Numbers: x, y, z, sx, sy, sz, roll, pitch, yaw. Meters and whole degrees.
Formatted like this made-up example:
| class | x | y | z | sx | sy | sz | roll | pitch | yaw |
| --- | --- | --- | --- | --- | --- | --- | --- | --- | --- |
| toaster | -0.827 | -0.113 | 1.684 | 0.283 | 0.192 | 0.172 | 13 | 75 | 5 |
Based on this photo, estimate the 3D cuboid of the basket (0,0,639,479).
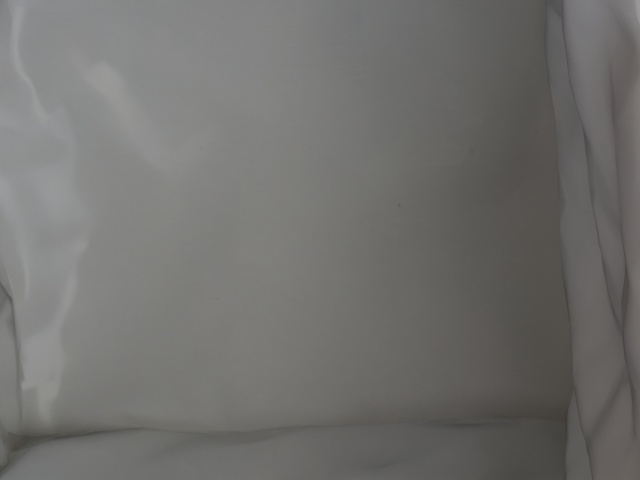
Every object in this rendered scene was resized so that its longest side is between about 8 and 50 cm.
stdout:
| class | x | y | z | sx | sy | sz | roll | pitch | yaw |
| --- | --- | --- | --- | --- | --- | --- | --- | --- | --- |
| basket | -0.037 | -0.007 | 0.661 | 0.266 | 0.328 | 0.331 | -63 | 147 | -71 |
